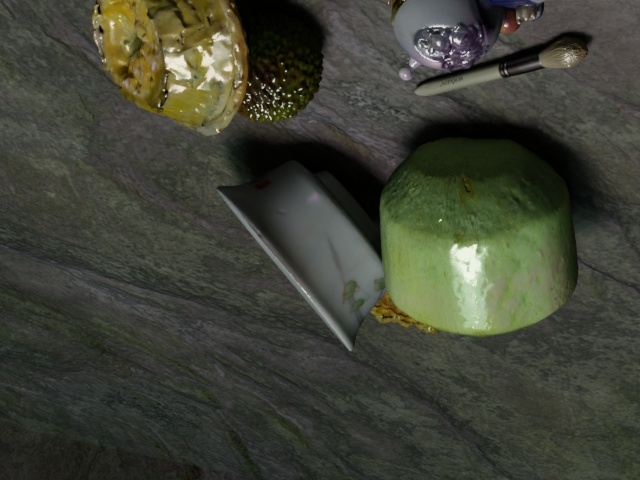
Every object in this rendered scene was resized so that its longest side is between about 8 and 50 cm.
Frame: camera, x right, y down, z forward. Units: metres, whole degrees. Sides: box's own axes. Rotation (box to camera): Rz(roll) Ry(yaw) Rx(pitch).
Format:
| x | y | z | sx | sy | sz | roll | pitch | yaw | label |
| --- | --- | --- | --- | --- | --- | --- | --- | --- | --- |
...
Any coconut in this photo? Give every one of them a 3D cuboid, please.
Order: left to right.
| x | y | z | sx | sy | sz | roll | pitch | yaw | label |
| --- | --- | --- | --- | --- | --- | --- | --- | --- | --- |
| 0.239 | 0.010 | 2.032 | 0.329 | 0.281 | 0.328 | -2 | 120 | -3 | coconut |

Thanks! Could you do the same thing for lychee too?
| x | y | z | sx | sy | sz | roll | pitch | yaw | label |
| --- | --- | --- | --- | --- | --- | --- | --- | --- | --- |
| -0.069 | -0.242 | 1.903 | 0.171 | 0.171 | 0.171 | 15 | 151 | 8 | lychee |

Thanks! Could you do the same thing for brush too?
| x | y | z | sx | sy | sz | roll | pitch | yaw | label |
| --- | --- | --- | --- | --- | --- | --- | --- | --- | --- |
| 0.246 | -0.236 | 1.862 | 0.299 | 0.042 | 0.039 | -9 | 141 | 46 | brush |

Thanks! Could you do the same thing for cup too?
| x | y | z | sx | sy | sz | roll | pitch | yaw | label |
| --- | --- | --- | --- | --- | --- | --- | --- | --- | --- |
| 0.000 | 0.000 | 2.193 | 0.347 | 0.163 | 0.347 | 51 | 177 | 3 | cup |

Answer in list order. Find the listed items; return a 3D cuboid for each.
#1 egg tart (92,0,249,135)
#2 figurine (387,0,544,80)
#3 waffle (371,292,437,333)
| x | y | z | sx | sy | sz | roll | pitch | yaw | label |
| --- | --- | --- | --- | --- | --- | --- | --- | --- | --- |
| -0.223 | -0.278 | 1.842 | 0.315 | 0.120 | 0.315 | 33 | 136 | 40 | egg tart |
| 0.214 | -0.300 | 1.682 | 0.274 | 0.133 | 0.194 | -10 | 153 | 21 | figurine |
| 0.152 | 0.085 | 2.443 | 0.291 | 0.051 | 0.291 | 15 | 150 | 9 | waffle |
